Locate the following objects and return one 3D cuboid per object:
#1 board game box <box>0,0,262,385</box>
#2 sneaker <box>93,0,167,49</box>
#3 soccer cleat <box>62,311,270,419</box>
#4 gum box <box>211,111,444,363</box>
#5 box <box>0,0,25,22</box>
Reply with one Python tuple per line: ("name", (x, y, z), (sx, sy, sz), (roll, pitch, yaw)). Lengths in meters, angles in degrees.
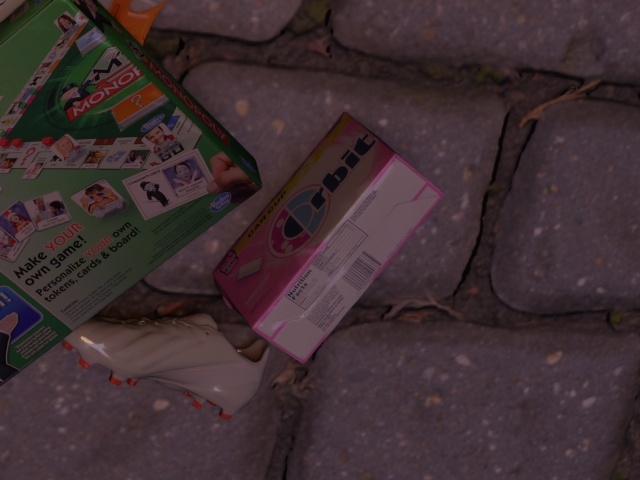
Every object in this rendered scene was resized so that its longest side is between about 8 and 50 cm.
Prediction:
("board game box", (-0.231, -0.022, 1.067), (0.317, 0.046, 0.213), (-36, 122, 14))
("sneaker", (-0.162, -0.163, 1.063), (0.084, 0.083, 0.215), (29, 114, -27))
("soccer cleat", (-0.127, 0.086, 1.200), (0.196, 0.068, 0.076), (24, 97, -37))
("gum box", (0.000, 0.000, 1.187), (0.062, 0.107, 0.188), (37, 95, -32))
("box", (-0.157, -0.280, 0.991), (0.275, 0.113, 0.094), (-41, 122, 0))
